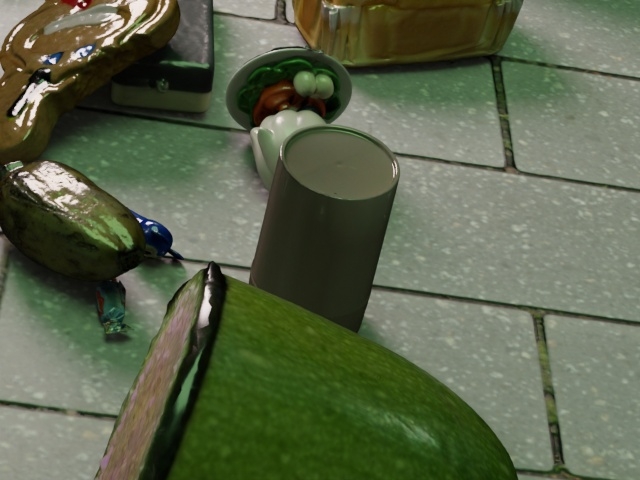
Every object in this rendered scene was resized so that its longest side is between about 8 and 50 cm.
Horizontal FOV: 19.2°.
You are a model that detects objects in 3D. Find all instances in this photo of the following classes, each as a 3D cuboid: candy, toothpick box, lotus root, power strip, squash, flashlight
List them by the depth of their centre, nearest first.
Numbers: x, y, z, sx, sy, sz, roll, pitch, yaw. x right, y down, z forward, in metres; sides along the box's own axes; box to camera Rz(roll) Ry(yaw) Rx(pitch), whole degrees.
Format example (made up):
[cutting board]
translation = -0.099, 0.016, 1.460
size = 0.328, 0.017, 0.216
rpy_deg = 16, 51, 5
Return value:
[squash]
translation = -0.005, 0.211, 1.359
size = 0.309, 0.310, 0.310
rpy_deg = 24, 36, -9
[toothpick box]
translation = 0.000, 0.000, 1.673
size = 0.111, 0.180, 0.111
rpy_deg = 8, 39, -7
[candy]
translation = -0.182, 0.056, 1.677
size = 0.030, 0.020, 0.083
rpy_deg = 3, 37, -14
[lotus root]
translation = -0.228, -0.015, 1.700
size = 0.179, 0.080, 0.089
rpy_deg = 33, 53, 30
[flashlight]
translation = -0.181, -0.013, 1.755
size = 0.121, 0.057, 0.035
rpy_deg = 28, 77, 27
[power strip]
translation = -0.167, -0.224, 2.003
size = 0.105, 0.070, 0.256
rpy_deg = 4, 37, -7

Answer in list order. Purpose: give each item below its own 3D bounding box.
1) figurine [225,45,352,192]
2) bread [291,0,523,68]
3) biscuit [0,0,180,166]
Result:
[figurine]
translation = -0.023, -0.097, 1.852
size = 0.132, 0.132, 0.153
rpy_deg = 3, 50, -14
[bread]
translation = 0.094, -0.268, 2.108
size = 0.241, 0.107, 0.136
rpy_deg = -5, 38, -24
[biscuit]
translation = -0.246, -0.190, 1.887
size = 0.183, 0.047, 0.320
rpy_deg = 5, 47, 36
